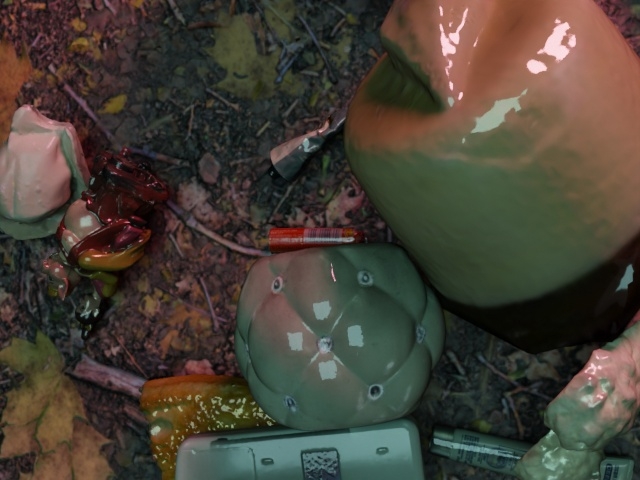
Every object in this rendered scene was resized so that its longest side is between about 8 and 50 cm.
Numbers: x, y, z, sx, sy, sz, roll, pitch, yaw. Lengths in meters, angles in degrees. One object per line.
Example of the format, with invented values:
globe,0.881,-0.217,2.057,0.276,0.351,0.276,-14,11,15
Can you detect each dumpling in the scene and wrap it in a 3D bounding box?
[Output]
dumpling,-0.372,-0.082,1.117,0.136,0.118,0.199,16,122,-1

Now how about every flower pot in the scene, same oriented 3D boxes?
flower pot,0.020,0.108,0.955,0.246,0.246,0.195,-9,84,13

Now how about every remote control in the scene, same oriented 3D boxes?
remote control,-0.024,0.285,0.985,0.296,0.056,0.140,-8,91,9

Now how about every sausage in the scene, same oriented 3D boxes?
sausage,0.000,0.000,1.065,0.129,0.034,0.034,-1,90,13

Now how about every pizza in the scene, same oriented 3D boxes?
pizza,-0.132,0.312,1.076,0.279,0.075,0.288,15,97,13

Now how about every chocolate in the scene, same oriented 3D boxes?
chocolate,0.182,-0.104,0.826,0.314,0.297,0.326,-50,39,-7

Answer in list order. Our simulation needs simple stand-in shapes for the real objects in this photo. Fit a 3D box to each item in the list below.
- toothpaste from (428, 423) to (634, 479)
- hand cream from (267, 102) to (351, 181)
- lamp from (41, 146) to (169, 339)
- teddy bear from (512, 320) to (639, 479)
toothpaste,0.249,0.263,1.003,0.239,0.039,0.062,10,96,11
hand cream,0.038,-0.146,1.040,0.247,0.075,0.052,-30,88,14
lamp,-0.295,0.008,1.095,0.118,0.118,0.253,36,105,11
teddy bear,0.459,0.202,0.824,0.375,0.327,0.362,-35,60,-28
